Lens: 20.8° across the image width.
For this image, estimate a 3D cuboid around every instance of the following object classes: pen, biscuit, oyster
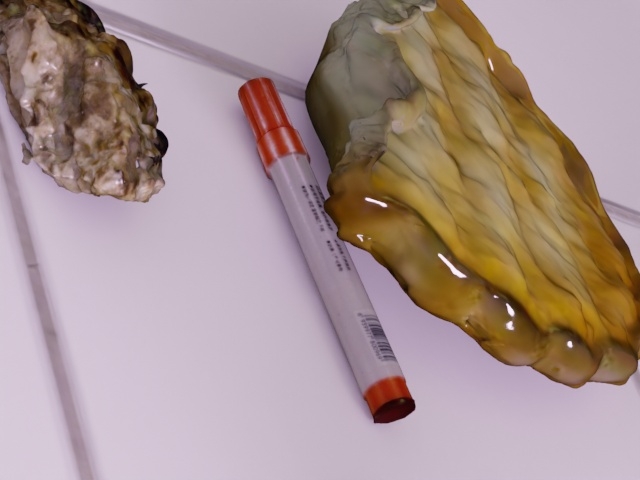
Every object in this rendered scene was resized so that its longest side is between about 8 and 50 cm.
[{"bbox_3d":[0.000,0.000,0.985,0.028,0.028,0.239,14,42,-43],"label":"pen"},{"bbox_3d":[0.079,-0.045,1.079,0.335,0.078,0.329,1,53,-59],"label":"biscuit"},{"bbox_3d":[-0.122,-0.080,0.911,0.105,0.056,0.177,36,25,-31],"label":"oyster"}]
